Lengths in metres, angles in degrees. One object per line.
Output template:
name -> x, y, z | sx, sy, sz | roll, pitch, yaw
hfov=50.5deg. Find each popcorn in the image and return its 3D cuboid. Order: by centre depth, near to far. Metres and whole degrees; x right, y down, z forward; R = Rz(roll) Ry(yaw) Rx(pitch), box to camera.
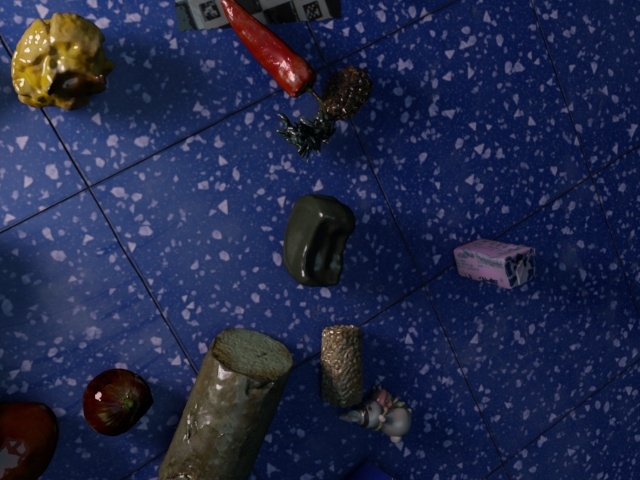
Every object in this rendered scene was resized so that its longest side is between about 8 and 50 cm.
popcorn -> -0.406, -0.279, 1.071 | 0.167, 0.152, 0.148 | -52, 153, 17

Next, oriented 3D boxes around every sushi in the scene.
sushi -> -0.110, -0.554, 1.196 | 0.320, 0.069, 0.339 | -10, 100, -21

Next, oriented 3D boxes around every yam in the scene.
yam -> -0.170, 0.320, 1.241 | 0.168, 0.168, 0.304 | 22, 90, -23

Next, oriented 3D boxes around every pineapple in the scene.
pineapple -> 0.016, -0.252, 1.279 | 0.221, 0.083, 0.103 | -47, 127, -11

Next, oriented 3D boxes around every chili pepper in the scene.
chili pepper -> -0.079, -0.328, 1.211 | 0.272, 0.071, 0.063 | 46, 53, -4

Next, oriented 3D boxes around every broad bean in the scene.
broad bean -> -0.542, 0.350, 1.108 | 0.229, 0.122, 0.156 | -20, 87, -21

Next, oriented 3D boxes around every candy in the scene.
candy -> 0.367, 0.046, 1.424 | 0.092, 0.160, 0.073 | -20, 108, -25

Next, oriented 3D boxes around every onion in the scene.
onion -> -0.360, 0.279, 1.187 | 0.118, 0.119, 0.117 | 45, 47, -21

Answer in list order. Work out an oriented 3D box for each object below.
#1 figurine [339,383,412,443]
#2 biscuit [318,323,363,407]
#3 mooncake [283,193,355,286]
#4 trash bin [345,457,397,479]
figurine -> 0.112, 0.354, 1.417 | 0.146, 0.081, 0.098 | 26, 43, -18
biscuit -> 0.043, 0.252, 1.367 | 0.082, 0.070, 0.168 | -2, 96, -31
mooncake -> 0.000, 0.000, 1.262 | 0.104, 0.175, 0.168 | 11, 51, -20
trash bin -> 0.078, 0.588, 1.382 | 0.234, 0.162, 0.184 | -43, 111, -18
